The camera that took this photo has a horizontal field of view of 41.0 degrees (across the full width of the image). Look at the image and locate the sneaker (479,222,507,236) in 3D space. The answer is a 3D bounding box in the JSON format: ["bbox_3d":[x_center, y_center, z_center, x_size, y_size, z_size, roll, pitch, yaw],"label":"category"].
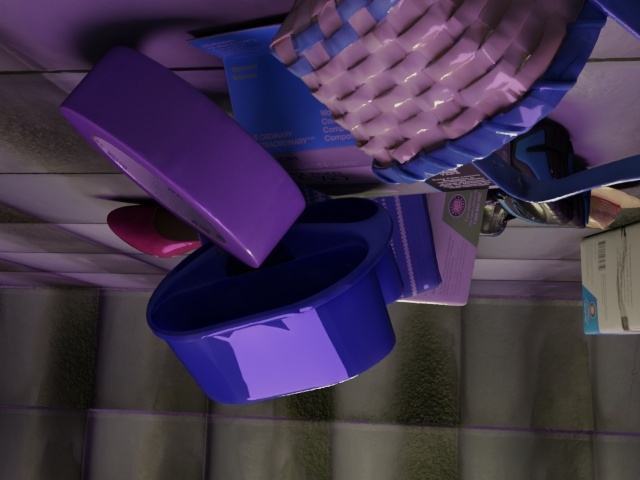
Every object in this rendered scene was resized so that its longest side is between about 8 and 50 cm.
[{"bbox_3d":[0.209,-0.005,1.682,0.319,0.131,0.112,3,171,-5],"label":"sneaker"}]

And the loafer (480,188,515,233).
[{"bbox_3d":[0.317,-0.054,1.521,0.078,0.076,0.223,8,169,14],"label":"loafer"}]

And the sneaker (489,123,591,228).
[{"bbox_3d":[0.303,-0.077,1.244,0.139,0.125,0.341,3,170,25],"label":"sneaker"}]

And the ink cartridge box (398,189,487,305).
[{"bbox_3d":[0.062,-0.020,1.334,0.353,0.207,0.119,5,-168,-14],"label":"ink cartridge box"}]

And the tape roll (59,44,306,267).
[{"bbox_3d":[-0.150,-0.088,0.945,0.275,0.090,0.275,36,170,8],"label":"tape roll"}]

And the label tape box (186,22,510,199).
[{"bbox_3d":[0.046,-0.136,0.965,0.249,0.115,0.347,-2,172,28],"label":"label tape box"}]

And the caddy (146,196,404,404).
[{"bbox_3d":[-0.055,0.059,1.087,0.341,0.179,0.241,-16,-152,21],"label":"caddy"}]

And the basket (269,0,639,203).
[{"bbox_3d":[0.133,-0.129,0.612,0.289,0.201,0.255,39,158,-18],"label":"basket"}]

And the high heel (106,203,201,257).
[{"bbox_3d":[-0.238,-0.052,1.718,0.377,0.127,0.181,7,142,-7],"label":"high heel"}]

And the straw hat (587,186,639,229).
[{"bbox_3d":[0.470,-0.051,1.447,0.144,0.061,0.144,17,178,1],"label":"straw hat"}]

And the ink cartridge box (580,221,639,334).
[{"bbox_3d":[0.694,0.085,1.842,0.129,0.223,0.307,3,171,-11],"label":"ink cartridge box"}]

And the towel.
[{"bbox_3d":[0.000,0.000,1.245,0.336,0.243,0.040,-15,-161,-4],"label":"towel"}]
